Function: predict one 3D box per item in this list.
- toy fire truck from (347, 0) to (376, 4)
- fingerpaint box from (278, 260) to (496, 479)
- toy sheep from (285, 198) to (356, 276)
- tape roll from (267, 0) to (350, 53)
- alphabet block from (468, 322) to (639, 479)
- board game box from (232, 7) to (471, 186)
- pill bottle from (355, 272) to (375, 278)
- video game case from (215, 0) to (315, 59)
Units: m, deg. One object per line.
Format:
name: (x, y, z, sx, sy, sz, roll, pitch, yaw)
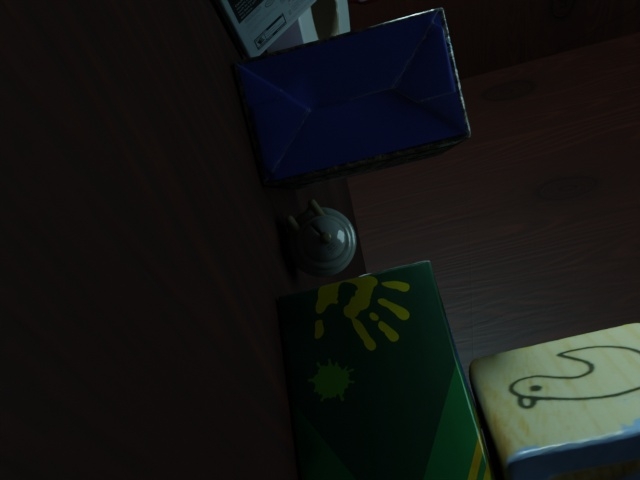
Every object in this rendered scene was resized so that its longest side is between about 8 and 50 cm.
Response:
toy fire truck: (-0.005, -0.641, 1.358, 0.169, 0.254, 0.302, -98, 171, -49)
fingerpaint box: (0.110, 0.295, 0.678, 0.444, 0.163, 0.371, 67, 11, -55)
toy sheep: (0.000, 0.000, 0.736, 0.132, 0.091, 0.091, 63, 13, -88)
tape roll: (-0.022, -0.438, 1.166, 0.392, 0.072, 0.391, -4, 90, -74)
alphabet block: (0.259, 0.212, 0.576, 0.197, 0.193, 0.193, -74, 150, -78)
board game box: (0.044, -0.160, 0.805, 0.291, 0.232, 0.141, -38, 115, -83)
pill bottle: (0.099, 0.167, 1.035, 0.229, 0.131, 0.131, -97, 171, -50)
video game case: (-0.037, -0.311, 0.695, 0.022, 0.190, 0.173, 44, -3, 16)
